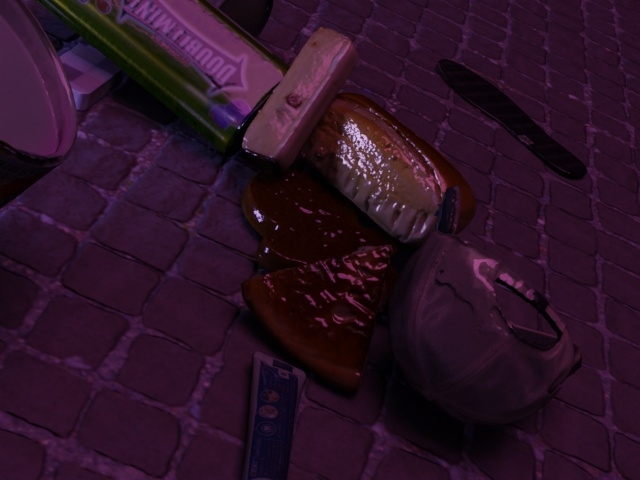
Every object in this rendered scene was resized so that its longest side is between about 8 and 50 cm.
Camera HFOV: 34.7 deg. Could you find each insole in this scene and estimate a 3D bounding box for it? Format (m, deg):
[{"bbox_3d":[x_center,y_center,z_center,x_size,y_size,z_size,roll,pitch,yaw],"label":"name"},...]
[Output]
[{"bbox_3d":[0.300,-0.196,1.624,0.110,0.012,0.309,-10,48,-44],"label":"insole"}]

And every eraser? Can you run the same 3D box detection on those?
[{"bbox_3d":[-0.282,-0.194,1.211,0.065,0.026,0.105,27,33,3],"label":"eraser"}]

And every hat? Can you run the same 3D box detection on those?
[{"bbox_3d":[0.147,0.077,1.033,0.232,0.161,0.275,55,10,-12],"label":"hat"}]

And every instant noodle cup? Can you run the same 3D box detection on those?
[{"bbox_3d":[-0.333,-0.107,0.804,0.264,0.200,0.264,54,19,-27],"label":"instant noodle cup"}]

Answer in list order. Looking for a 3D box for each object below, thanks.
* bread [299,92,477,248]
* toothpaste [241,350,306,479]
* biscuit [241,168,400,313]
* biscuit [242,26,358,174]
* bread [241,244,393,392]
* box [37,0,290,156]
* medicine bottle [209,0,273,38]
[{"bbox_3d":[0.078,-0.087,1.214,0.236,0.106,0.140,42,14,23],"label":"bread"},{"bbox_3d":[-0.043,0.167,0.884,0.057,0.035,0.197,26,30,-13],"label":"toothpaste"},{"bbox_3d":[0.000,0.000,1.132,0.179,0.039,0.236,-2,42,-33],"label":"biscuit"},{"bbox_3d":[-0.020,-0.161,1.180,0.056,0.052,0.188,22,71,26],"label":"biscuit"},{"bbox_3d":[0.014,0.082,0.995,0.154,0.054,0.136,-18,77,-1],"label":"bread"},{"bbox_3d":[-0.195,-0.255,1.221,0.345,0.097,0.134,40,66,3],"label":"box"},{"bbox_3d":[-0.155,-0.317,1.353,0.143,0.147,0.147,42,36,15],"label":"medicine bottle"}]
